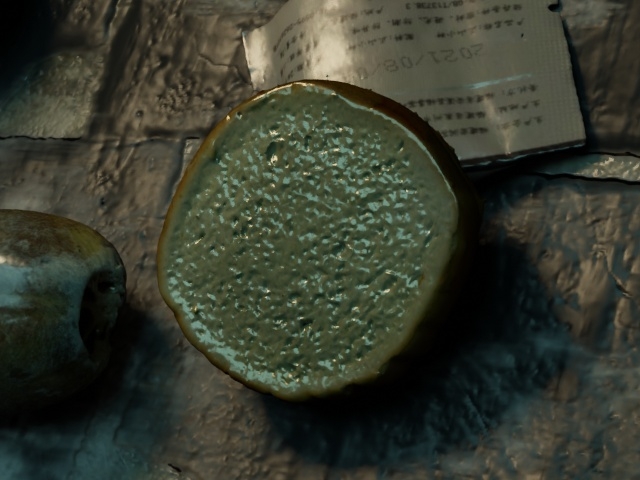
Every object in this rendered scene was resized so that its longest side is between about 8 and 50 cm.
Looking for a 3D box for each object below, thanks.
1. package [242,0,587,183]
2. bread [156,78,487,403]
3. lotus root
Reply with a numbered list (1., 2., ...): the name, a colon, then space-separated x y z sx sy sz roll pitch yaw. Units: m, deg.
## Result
1. package: 0.062 -0.119 1.395 0.250 0.062 0.204 -16 57 15
2. bread: 0.000 0.000 1.299 0.236 0.070 0.236 -1 87 24
3. lotus root: -0.297 0.056 1.432 0.322 0.140 0.158 -5 60 29
